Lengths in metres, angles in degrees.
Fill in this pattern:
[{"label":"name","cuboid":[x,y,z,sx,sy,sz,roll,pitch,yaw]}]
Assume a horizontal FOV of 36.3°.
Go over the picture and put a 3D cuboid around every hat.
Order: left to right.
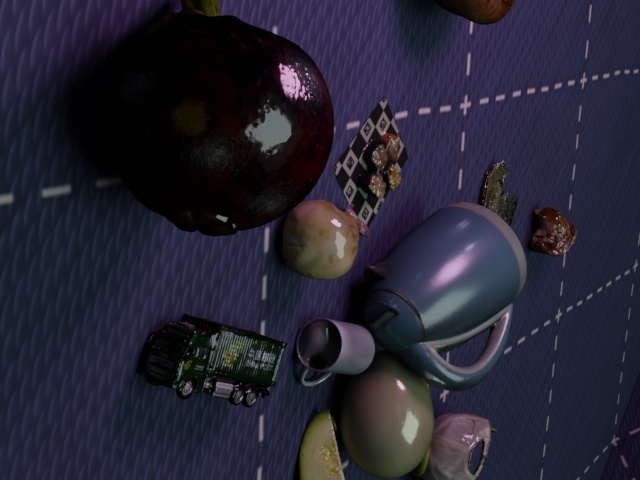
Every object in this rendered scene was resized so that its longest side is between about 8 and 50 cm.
[{"label":"hat","cuboid":[0.306,0.500,2.295,0.232,0.161,0.275,-55,165,-12]}]

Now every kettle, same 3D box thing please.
[{"label":"kettle","cuboid":[0.247,0.131,1.948,0.319,0.247,0.342,51,50,4]}]

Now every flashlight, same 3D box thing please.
[{"label":"flashlight","cuboid":[0.064,-0.032,1.849,0.052,0.031,0.110,-43,146,7]}]

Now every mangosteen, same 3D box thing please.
[{"label":"mangosteen","cuboid":[-0.129,-0.185,1.286,0.306,0.306,0.360,25,69,-56]}]

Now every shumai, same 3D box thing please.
[{"label":"shumai","cuboid":[0.608,-0.030,2.597,0.145,0.145,0.116,-50,116,-34]}]

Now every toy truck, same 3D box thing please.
[{"label":"toy truck","cuboid":[-0.166,0.191,1.543,0.259,0.088,0.121,24,82,-57]}]

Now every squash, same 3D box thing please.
[{"label":"squash","cuboid":[0.008,0.473,1.872,0.169,0.093,0.252,-109,-171,-59]}]

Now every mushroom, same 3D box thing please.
[{"label":"mushroom","cuboid":[0.000,0.000,1.697,0.112,0.148,0.148,-138,-122,-83]},{"label":"mushroom","cuboid":[0.285,-0.561,1.850,0.283,0.195,0.263,83,27,-54]}]

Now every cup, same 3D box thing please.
[{"label":"cup","cuboid":[0.015,0.205,1.824,0.133,0.136,0.099,16,54,-57]}]

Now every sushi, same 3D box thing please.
[{"label":"sushi","cuboid":[0.119,-0.144,1.886,0.210,0.040,0.193,-58,142,-27]}]

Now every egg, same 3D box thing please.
[{"label":"egg","cuboid":[0.132,0.344,1.939,0.188,0.188,0.254,1,91,-56]}]

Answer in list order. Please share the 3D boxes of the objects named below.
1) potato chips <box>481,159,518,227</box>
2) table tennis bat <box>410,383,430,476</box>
[{"label":"potato chips","cuboid":[0.433,-0.084,2.380,0.202,0.029,0.220,-52,141,-28]},{"label":"table tennis bat","cuboid":[0.210,0.321,2.100,0.224,0.054,0.369,136,-43,-82]}]
